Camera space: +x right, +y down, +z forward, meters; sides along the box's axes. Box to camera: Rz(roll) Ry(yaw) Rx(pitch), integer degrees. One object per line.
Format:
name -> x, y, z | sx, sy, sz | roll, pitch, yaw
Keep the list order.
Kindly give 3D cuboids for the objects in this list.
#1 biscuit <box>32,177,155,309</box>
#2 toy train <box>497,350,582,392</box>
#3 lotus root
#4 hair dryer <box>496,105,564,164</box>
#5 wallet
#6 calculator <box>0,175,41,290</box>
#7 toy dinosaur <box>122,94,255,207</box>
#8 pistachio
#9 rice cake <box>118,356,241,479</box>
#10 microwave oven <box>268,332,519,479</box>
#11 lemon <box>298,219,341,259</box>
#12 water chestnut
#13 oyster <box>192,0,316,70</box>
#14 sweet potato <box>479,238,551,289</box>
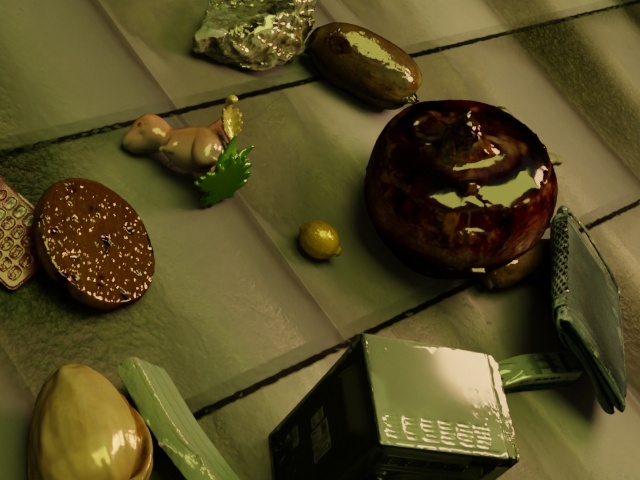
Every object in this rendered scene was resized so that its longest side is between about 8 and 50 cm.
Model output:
biscuit -> -0.328, 0.004, 1.601 | 0.212, 0.036, 0.212 | 32, 41, -32
toy train -> 0.338, 0.224, 1.868 | 0.233, 0.051, 0.052 | 0, 51, -33
lotus root -> 0.087, -0.339, 2.122 | 0.241, 0.124, 0.123 | 31, 65, -8
hair dryer -> 0.410, -0.138, 2.219 | 0.225, 0.088, 0.219 | 32, 49, -28
wallet -> 0.465, 0.116, 1.955 | 0.237, 0.075, 0.342 | 55, 28, -25
calculator -> -0.465, -0.027, 1.550 | 0.190, 0.034, 0.127 | 45, 52, -12
toy dinosaur -> -0.201, -0.150, 1.796 | 0.194, 0.152, 0.177 | -34, 72, -3
pistachio -> -0.291, 0.258, 1.378 | 0.157, 0.157, 0.229 | 7, 39, -28
rice cake -> -0.182, 0.259, 1.467 | 0.237, 0.043, 0.127 | 52, 1, 16
microwave oven -> 0.088, 0.286, 1.478 | 0.237, 0.295, 0.181 | 11, 50, -25
lemon -> 0.000, 0.000, 1.831 | 0.083, 0.062, 0.062 | 32, 44, -3
water chestnut -> 0.242, -0.106, 1.888 | 0.350, 0.302, 0.350 | 2, 50, -2
oyster -> -0.114, -0.409, 2.062 | 0.198, 0.112, 0.268 | 26, 53, -5
sweet potato -> 0.386, 0.035, 2.046 | 0.273, 0.075, 0.075 | -14, 63, -44
